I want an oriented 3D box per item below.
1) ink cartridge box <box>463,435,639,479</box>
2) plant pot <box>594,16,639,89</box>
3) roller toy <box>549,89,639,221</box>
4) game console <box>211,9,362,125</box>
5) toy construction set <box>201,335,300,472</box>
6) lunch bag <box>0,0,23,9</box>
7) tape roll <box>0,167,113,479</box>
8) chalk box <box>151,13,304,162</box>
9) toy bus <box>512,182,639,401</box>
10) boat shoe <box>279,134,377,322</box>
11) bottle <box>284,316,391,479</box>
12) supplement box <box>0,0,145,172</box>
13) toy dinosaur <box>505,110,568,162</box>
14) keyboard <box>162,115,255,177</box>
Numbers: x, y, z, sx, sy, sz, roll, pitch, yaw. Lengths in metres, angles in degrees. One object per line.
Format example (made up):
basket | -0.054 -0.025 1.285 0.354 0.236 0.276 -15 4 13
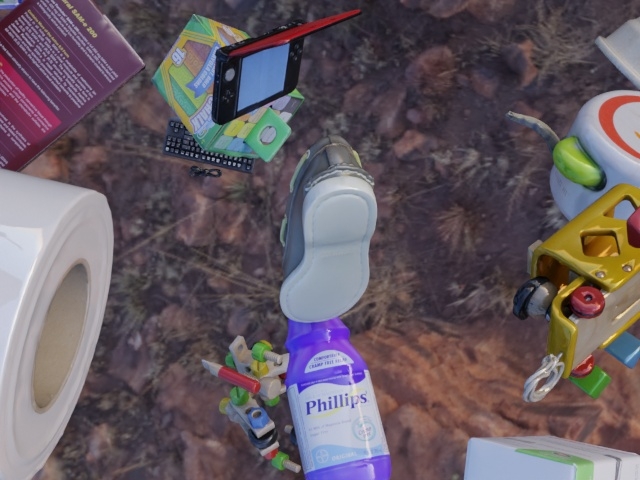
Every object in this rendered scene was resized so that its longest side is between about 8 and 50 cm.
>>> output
ink cartridge box | 0.402 0.408 1.343 0.198 0.272 0.115 2 82 45
plant pot | 0.669 -0.325 1.241 0.334 0.333 0.305 51 119 20
roller toy | 0.410 -0.087 1.029 0.209 0.191 0.146 26 138 13
game console | -0.035 -0.180 0.820 0.085 0.144 0.124 29 130 23
toy construction set | -0.147 0.293 1.629 0.237 0.309 0.258 17 71 32
lunch bag | -0.425 -0.354 0.930 0.128 0.096 0.151 25 129 38
tape roll | -0.288 0.080 0.740 0.100 0.286 0.286 13 108 -2
chalk box | -0.129 -0.212 1.187 0.132 0.132 0.213 -50 64 23
toy bus | 0.235 0.037 0.708 0.104 0.202 0.191 39 108 38
boat shoe | 0.005 0.000 0.959 0.305 0.109 0.091 102 160 -54
bottle | 0.012 0.203 1.086 0.092 0.118 0.283 111 148 -67
supplement box | -0.323 -0.165 0.857 0.239 0.073 0.130 -40 105 -3
toy dinosaur | 0.375 -0.098 1.152 0.064 0.118 0.268 -24 101 51
keyboard | -0.217 -0.171 1.537 0.180 0.023 0.108 13 102 -2
